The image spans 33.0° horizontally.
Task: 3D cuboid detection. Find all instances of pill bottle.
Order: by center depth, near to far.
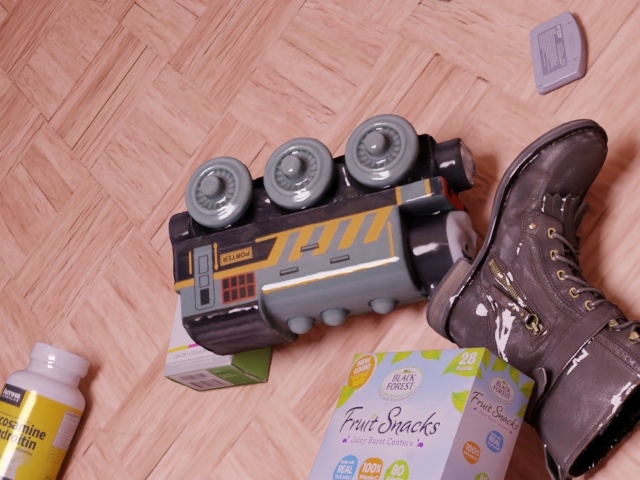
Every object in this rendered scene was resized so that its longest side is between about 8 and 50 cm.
[{"bbox_3d":[-0.354,0.224,1.338,0.103,0.103,0.184,5,69,45],"label":"pill bottle"}]

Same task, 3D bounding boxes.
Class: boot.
[{"bbox_3d":[0.223,0.049,0.916,0.263,0.091,0.229,-59,42,12],"label":"boot"}]

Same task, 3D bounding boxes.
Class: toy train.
[{"bbox_3d":[0.000,0.000,1.089,0.334,0.142,0.190,-13,66,18],"label":"toy train"}]

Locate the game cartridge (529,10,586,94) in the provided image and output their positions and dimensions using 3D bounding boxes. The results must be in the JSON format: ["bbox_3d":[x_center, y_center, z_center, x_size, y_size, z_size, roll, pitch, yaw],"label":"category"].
[{"bbox_3d":[0.241,-0.191,1.094,0.056,0.017,0.083,-25,50,36],"label":"game cartridge"}]

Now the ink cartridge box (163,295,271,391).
[{"bbox_3d":[-0.104,0.061,1.231,0.109,0.062,0.209,-14,57,38],"label":"ink cartridge box"}]

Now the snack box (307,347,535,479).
[{"bbox_3d":[0.067,0.195,0.895,0.174,0.070,0.207,-12,48,53],"label":"snack box"}]
